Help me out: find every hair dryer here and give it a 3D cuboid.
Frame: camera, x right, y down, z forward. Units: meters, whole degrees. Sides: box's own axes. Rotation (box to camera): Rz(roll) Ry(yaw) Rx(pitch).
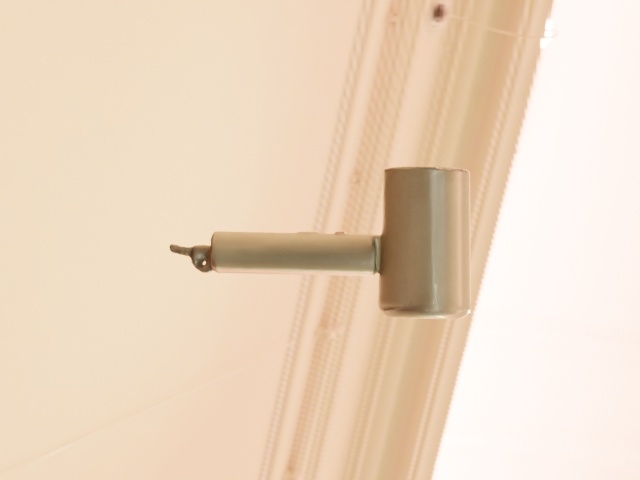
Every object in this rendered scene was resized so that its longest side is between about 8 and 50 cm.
[{"bbox_3d":[0.000,0.000,0.519,0.124,0.038,0.063,1,-93,1],"label":"hair dryer"}]
